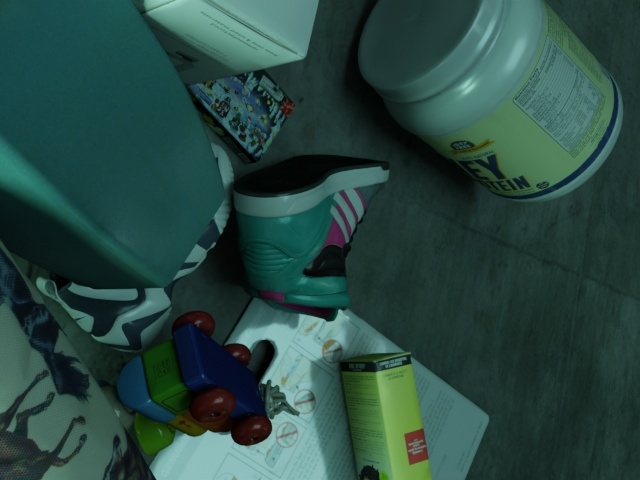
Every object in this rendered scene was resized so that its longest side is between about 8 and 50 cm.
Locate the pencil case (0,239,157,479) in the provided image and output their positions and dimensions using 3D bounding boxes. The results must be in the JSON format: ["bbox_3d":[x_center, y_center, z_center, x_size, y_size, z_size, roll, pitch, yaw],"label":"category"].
[{"bbox_3d":[-0.264,0.127,0.533,0.160,0.184,0.410,-96,168,-57],"label":"pencil case"}]

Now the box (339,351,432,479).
[{"bbox_3d":[0.083,0.251,0.857,0.058,0.087,0.232,-6,83,-29],"label":"box"}]

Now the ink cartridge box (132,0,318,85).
[{"bbox_3d":[-0.127,-0.253,0.638,0.117,0.283,0.207,21,77,-43],"label":"ink cartridge box"}]

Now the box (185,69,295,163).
[{"bbox_3d":[-0.099,-0.167,0.830,0.137,0.027,0.094,45,62,-32],"label":"box"}]

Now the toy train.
[{"bbox_3d":[-0.125,0.180,0.755,0.248,0.143,0.105,56,10,-55],"label":"toy train"}]

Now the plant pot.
[{"bbox_3d":[-0.196,-0.075,0.561,0.234,0.165,0.165,52,50,-34],"label":"plant pot"}]

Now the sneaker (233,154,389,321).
[{"bbox_3d":[0.000,0.000,0.850,0.295,0.124,0.178,-27,123,-58],"label":"sneaker"}]

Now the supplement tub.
[{"bbox_3d":[0.231,-0.212,0.979,0.325,0.235,0.235,28,73,-38],"label":"supplement tub"}]

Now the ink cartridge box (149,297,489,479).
[{"bbox_3d":[0.006,0.259,0.914,0.385,0.091,0.308,38,66,-17],"label":"ink cartridge box"}]

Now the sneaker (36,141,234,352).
[{"bbox_3d":[-0.188,-0.023,0.709,0.153,0.094,0.235,41,75,-43],"label":"sneaker"}]
